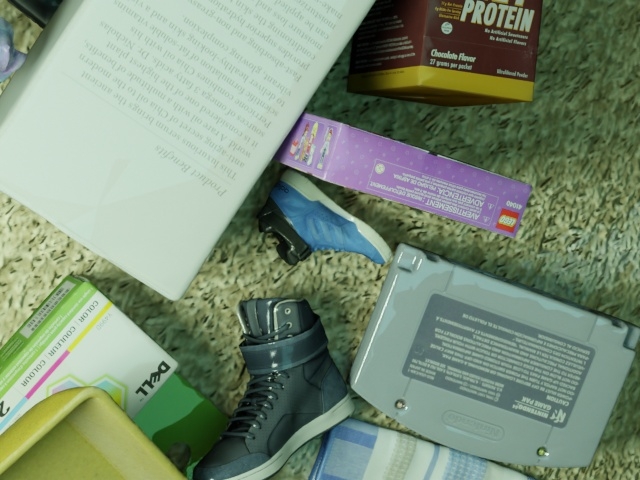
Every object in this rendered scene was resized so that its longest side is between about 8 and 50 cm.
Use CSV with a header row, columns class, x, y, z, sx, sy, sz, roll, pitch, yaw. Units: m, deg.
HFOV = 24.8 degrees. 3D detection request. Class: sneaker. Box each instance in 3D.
class,x,y,z,sx,sy,sz,roll,pitch,yaw
sneaker,0.000,0.000,1.552,0.152,0.058,0.084,38,83,-22
sneaker,-0.069,0.149,1.494,0.226,0.086,0.163,-33,112,-45

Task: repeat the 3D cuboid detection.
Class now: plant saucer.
class,x,y,z,sx,sy,sz,roll,pitch,yaw
plant saucer,-0.276,0.305,1.362,0.333,0.081,0.333,-42,139,-9

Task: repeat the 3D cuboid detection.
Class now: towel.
class,x,y,z,sx,sy,sz,roll,pitch,yaw
towel,0.105,0.328,1.628,0.285,0.034,0.209,21,85,-20

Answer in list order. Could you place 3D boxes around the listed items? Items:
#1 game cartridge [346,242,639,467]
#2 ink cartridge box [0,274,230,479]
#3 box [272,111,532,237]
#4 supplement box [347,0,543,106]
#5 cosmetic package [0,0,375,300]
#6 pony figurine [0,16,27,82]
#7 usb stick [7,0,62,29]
class,x,y,z,sx,sy,sz,roll,pitch,yaw
game cartridge,0.187,0.138,1.602,0.294,0.060,0.196,20,94,-12
ink cartridge box,-0.212,0.186,1.465,0.255,0.097,0.189,44,79,-17
box,0.053,-0.076,1.440,0.201,0.293,0.057,17,94,-20
supplement box,0.130,-0.245,1.512,0.129,0.191,0.194,6,91,-21
cosmetic package,-0.118,-0.200,1.384,0.230,0.161,0.453,34,88,-20
pony figurine,-0.362,-0.311,1.288,0.351,0.303,0.363,-3,86,2
usb stick,-0.215,-0.209,1.464,0.278,0.045,0.077,38,88,-19
